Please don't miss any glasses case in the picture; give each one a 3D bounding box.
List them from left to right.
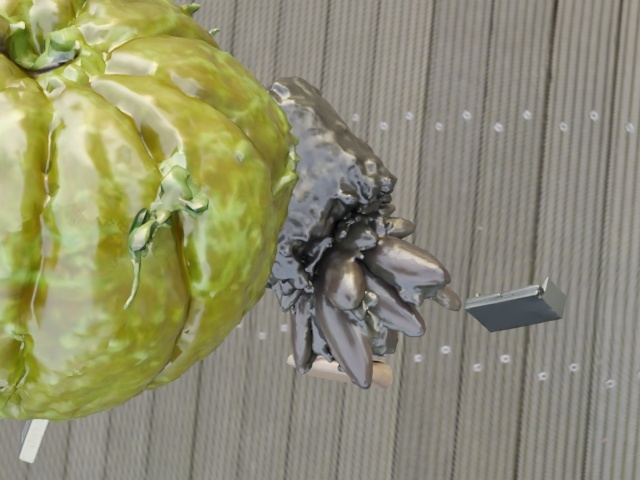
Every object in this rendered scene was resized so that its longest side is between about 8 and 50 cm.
[{"bbox_3d":[0.032,0.219,1.628,0.193,0.102,0.070,5,70,34],"label":"glasses case"}]

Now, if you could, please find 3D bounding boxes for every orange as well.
[{"bbox_3d":[-0.171,-0.028,0.510,0.301,0.300,0.223,20,127,-3],"label":"orange"}]

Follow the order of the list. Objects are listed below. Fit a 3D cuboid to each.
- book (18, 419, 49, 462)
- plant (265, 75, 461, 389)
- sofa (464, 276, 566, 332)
[{"bbox_3d":[-0.402,0.189,1.287,0.191,0.025,0.269,-68,20,1],"label":"book"},{"bbox_3d":[0.000,0.000,0.916,0.194,0.181,0.320,-35,89,-8],"label":"plant"},{"bbox_3d":[0.323,0.098,1.447,0.147,0.085,0.060,-18,43,44],"label":"sofa"}]
